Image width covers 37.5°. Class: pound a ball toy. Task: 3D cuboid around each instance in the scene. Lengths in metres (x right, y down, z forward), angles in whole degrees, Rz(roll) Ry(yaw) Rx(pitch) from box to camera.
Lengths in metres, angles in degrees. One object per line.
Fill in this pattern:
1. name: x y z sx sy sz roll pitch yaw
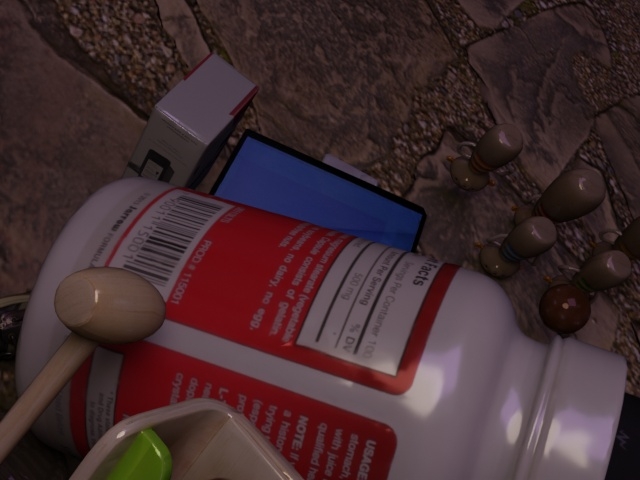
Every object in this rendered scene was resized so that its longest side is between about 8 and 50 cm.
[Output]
1. pound a ball toy: -0.131 0.195 0.597 0.208 0.319 0.136 43 19 22

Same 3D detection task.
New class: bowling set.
1. bowling set: 0.253 0.016 1.074 0.287 0.154 0.200 28 66 -6

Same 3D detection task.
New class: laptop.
1. laptop: 0.000 -0.032 0.947 0.234 0.264 0.136 24 84 -1

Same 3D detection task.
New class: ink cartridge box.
1. ink cartridge box: -0.136 -0.095 0.935 0.063 0.150 0.109 36 47 -3

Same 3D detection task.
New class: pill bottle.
1. pill bottle: 0.003 0.108 0.712 0.407 0.229 0.229 17 46 14

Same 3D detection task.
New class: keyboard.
1. keyboard: 0.000 0.000 1.024 0.072 0.014 0.256 25 47 -1

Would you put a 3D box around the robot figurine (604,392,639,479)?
1. robot figurine: 0.231 0.216 0.866 0.278 0.173 0.209 20 52 -12

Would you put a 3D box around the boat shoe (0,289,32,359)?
1. boat shoe: -0.254 0.076 0.805 0.152 0.056 0.049 -25 64 -38

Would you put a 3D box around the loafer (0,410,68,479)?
1. loafer: -0.297 0.206 0.663 0.102 0.092 0.268 49 33 12
